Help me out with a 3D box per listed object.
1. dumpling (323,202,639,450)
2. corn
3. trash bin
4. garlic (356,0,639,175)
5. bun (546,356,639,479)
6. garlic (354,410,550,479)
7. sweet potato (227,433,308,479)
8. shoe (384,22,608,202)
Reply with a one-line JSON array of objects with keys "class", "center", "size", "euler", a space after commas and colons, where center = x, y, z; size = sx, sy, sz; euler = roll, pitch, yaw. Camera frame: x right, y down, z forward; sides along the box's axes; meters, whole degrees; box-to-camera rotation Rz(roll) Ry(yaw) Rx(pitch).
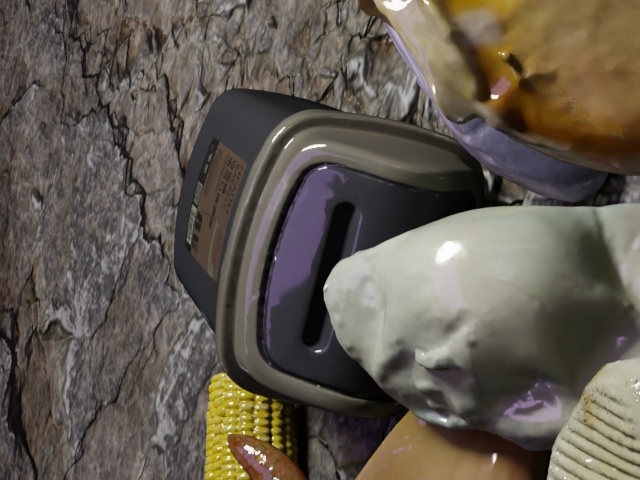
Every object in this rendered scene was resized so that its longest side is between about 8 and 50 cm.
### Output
[{"class": "dumpling", "center": [0.112, 0.055, 1.026], "size": [0.229, 0.124, 0.151], "euler": [-8, 86, 29]}, {"class": "corn", "center": [-0.055, 0.228, 1.357], "size": [0.081, 0.081, 0.248], "euler": [-30, 56, 57]}, {"class": "trash bin", "center": [0.000, 0.000, 1.218], "size": [0.290, 0.182, 0.209], "euler": [-142, 63, -66]}, {"class": "garlic", "center": [0.163, -0.197, 0.874], "size": [0.313, 0.249, 0.286], "euler": [-45, 47, 19]}, {"class": "bun", "center": [0.189, 0.148, 0.878], "size": [0.183, 0.102, 0.183], "euler": [-175, 90, -75]}, {"class": "garlic", "center": [0.069, 0.227, 1.083], "size": [0.143, 0.112, 0.318], "euler": [15, 89, 41]}, {"class": "sweet potato", "center": [-0.012, 0.261, 1.278], "size": [0.058, 0.078, 0.255], "euler": [56, -160, -68]}, {"class": "shoe", "center": [0.111, -0.115, 1.119], "size": [0.095, 0.137, 0.245], "euler": [-34, 68, 2]}]
